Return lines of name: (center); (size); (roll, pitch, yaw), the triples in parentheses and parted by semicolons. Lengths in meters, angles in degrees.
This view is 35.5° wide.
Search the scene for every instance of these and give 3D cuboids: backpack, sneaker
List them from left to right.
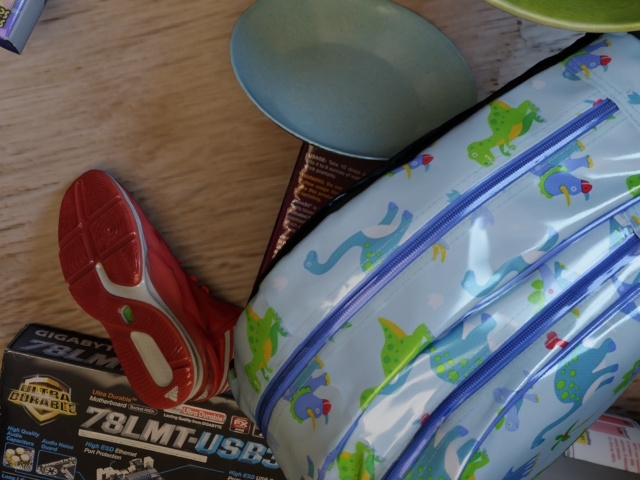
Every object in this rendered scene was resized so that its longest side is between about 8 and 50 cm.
sneaker: (-0.139, 0.044, 0.866); (0.087, 0.128, 0.221); (-32, 71, 21)
backpack: (0.110, 0.040, 0.672); (0.355, 0.290, 0.273); (-19, 67, -14)

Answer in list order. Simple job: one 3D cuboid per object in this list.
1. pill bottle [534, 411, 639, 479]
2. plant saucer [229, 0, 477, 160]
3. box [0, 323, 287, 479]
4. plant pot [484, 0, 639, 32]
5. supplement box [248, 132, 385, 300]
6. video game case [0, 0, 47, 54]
pill bottle: (0.186, 0.238, 0.839); (0.362, 0.210, 0.210); (13, 106, -2)
plant saucer: (0.023, -0.121, 0.770); (0.194, 0.195, 0.037); (17, 137, -3)
box: (-0.159, 0.249, 0.924); (0.295, 0.073, 0.294); (12, 106, -1)
plant pot: (0.187, -0.302, 0.624); (0.274, 0.293, 0.275); (7, 117, 14)
supplement box: (0.000, 0.000, 0.829); (0.080, 0.104, 0.188); (19, 106, -4)
video game case: (-0.293, -0.306, 0.734); (0.269, 0.061, 0.244); (26, 85, -5)
